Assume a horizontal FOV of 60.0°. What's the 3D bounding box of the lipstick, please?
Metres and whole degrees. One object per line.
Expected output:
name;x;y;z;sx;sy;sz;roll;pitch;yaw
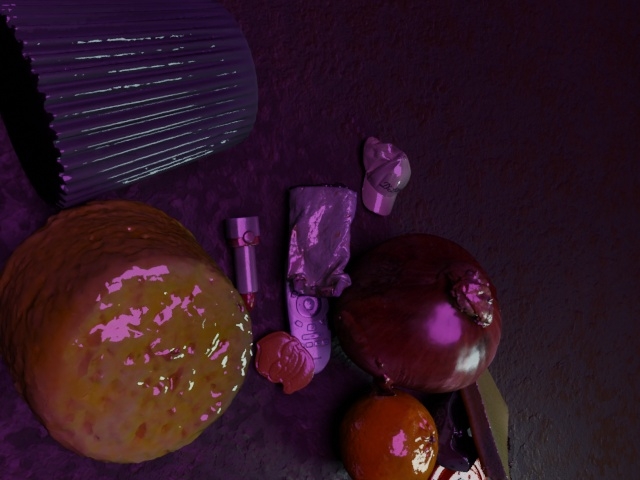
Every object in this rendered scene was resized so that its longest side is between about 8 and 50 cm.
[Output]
lipstick;-0.144;0.048;1.073;0.063;0.057;0.187;-7;94;-31

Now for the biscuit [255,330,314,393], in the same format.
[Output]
biscuit;-0.072;0.239;1.096;0.130;0.019;0.102;44;88;-2

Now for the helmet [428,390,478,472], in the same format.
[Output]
helmet;0.289;0.444;1.277;0.153;0.107;0.177;12;61;-59

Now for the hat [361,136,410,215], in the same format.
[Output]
hat;0.143;-0.142;1.248;0.122;0.081;0.166;15;90;-27

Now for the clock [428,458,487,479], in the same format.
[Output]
clock;0.325;0.606;1.326;0.205;0.051;0.205;1;87;-32

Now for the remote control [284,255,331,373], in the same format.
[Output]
remote control;-0.028;0.145;1.143;0.097;0.045;0.256;-2;86;-24

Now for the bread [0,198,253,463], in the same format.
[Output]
bread;-0.284;0.134;0.820;0.348;0.307;0.349;-13;115;-30

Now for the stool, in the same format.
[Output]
stool;-0.301;-0.235;0.869;0.330;0.297;0.297;-24;100;-35

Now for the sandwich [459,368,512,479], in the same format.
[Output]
sandwich;0.376;0.403;1.298;0.212;0.063;0.245;60;25;-14

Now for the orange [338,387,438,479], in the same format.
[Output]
orange;0.143;0.418;1.152;0.219;0.193;0.220;12;64;-27

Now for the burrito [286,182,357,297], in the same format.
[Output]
burrito;0.000;0.000;1.113;0.143;0.089;0.229;1;78;13

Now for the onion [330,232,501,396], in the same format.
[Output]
onion;0.195;0.155;1.138;0.353;0.353;0.354;2;86;-31
